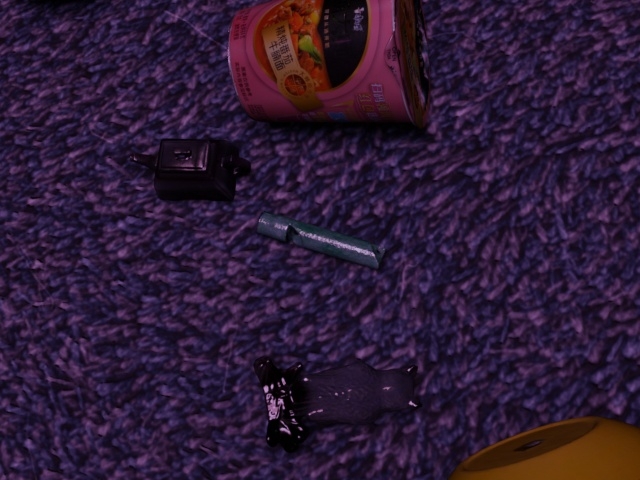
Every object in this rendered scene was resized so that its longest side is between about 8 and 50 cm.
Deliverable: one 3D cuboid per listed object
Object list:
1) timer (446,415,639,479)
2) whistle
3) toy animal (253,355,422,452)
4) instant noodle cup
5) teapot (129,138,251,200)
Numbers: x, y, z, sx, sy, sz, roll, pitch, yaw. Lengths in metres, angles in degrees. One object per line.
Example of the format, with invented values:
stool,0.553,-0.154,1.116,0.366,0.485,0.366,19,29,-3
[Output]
timer,0.288,0.389,0.780,0.376,0.376,0.387,-21,84,3
whistle,0.000,0.000,1.095,0.186,0.039,0.039,17,77,13
toy animal,0.024,0.190,0.993,0.210,0.117,0.121,-14,65,7
instant noodle cup,0.014,-0.260,1.086,0.254,0.244,0.244,-4,72,17
teapot,-0.191,-0.114,1.128,0.177,0.096,0.087,2,73,9
